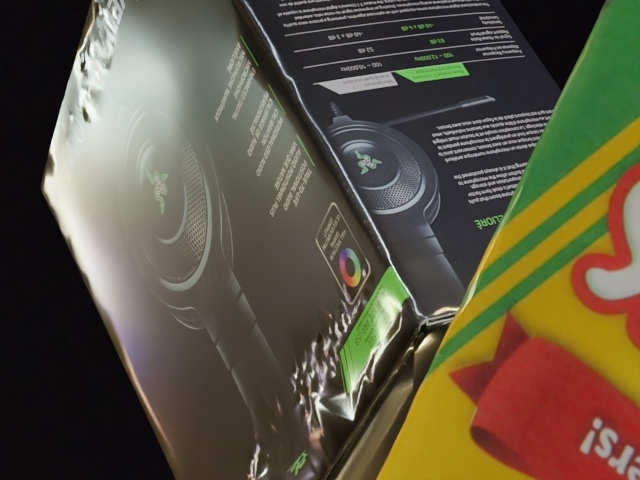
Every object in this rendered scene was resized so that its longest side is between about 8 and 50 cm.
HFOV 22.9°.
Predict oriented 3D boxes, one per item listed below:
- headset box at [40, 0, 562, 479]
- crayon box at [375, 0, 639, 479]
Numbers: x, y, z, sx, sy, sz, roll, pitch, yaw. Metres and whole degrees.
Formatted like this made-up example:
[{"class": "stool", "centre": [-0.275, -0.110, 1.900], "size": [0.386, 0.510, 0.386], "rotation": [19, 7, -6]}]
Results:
[{"class": "headset box", "centre": [0.000, 0.000, 0.729], "size": [0.283, 0.131, 0.246], "rotation": [61, -35, 27]}, {"class": "crayon box", "centre": [0.108, 0.093, 0.342], "size": [0.202, 0.081, 0.318], "rotation": [26, -87, 30]}]
